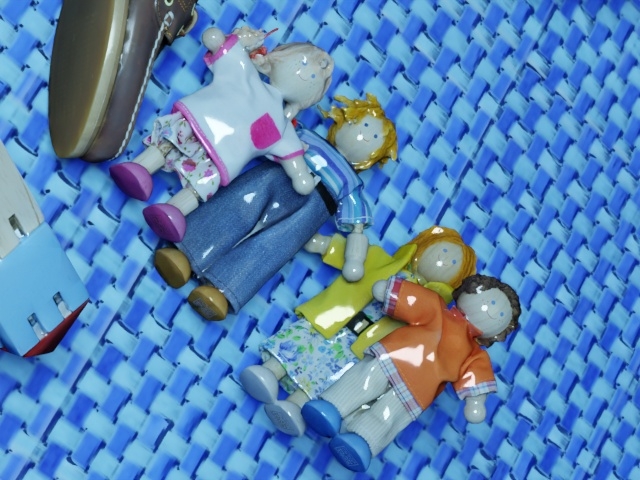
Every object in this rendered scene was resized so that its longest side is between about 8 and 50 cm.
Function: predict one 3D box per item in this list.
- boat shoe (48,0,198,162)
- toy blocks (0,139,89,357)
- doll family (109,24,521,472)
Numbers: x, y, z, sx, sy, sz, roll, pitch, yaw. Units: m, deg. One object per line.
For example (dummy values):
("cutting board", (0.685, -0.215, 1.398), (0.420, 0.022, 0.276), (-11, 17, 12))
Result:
("boat shoe", (-0.095, -0.140, 1.016), (0.073, 0.073, 0.207), (13, 84, -33))
("toy blocks", (-0.275, 0.025, 0.847), (0.381, 0.190, 0.261), (-44, 126, -27))
("doll family", (0.000, 0.000, 1.081), (0.163, 0.118, 0.263), (-40, 95, -22))
